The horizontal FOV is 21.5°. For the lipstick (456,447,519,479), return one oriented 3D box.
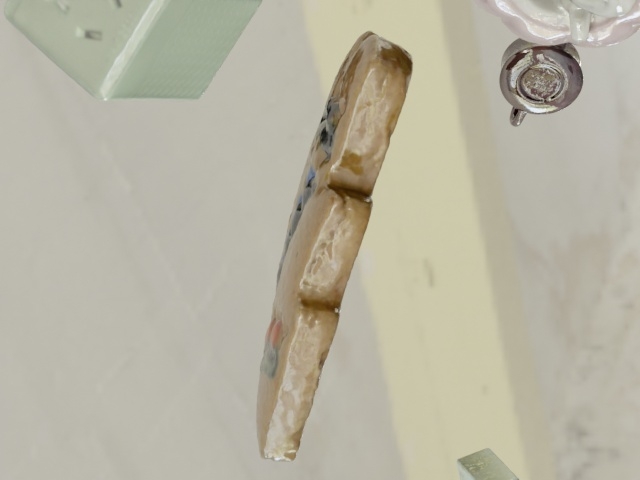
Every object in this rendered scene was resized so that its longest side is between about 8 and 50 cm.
[{"bbox_3d":[0.139,0.195,1.235,0.129,0.030,0.030,-134,28,-65],"label":"lipstick"}]

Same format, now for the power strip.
[{"bbox_3d":[-0.151,-0.216,1.532,0.139,0.140,0.224,-57,-19,19],"label":"power strip"}]

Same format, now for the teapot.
[{"bbox_3d":[0.179,-0.136,1.377,0.045,0.068,0.100,-80,14,-52],"label":"teapot"}]

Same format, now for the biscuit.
[{"bbox_3d":[-0.001,0.000,1.125,0.278,0.043,0.301,117,168,-67],"label":"biscuit"}]

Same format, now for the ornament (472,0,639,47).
[{"bbox_3d":[0.173,-0.211,1.136,0.177,0.177,0.177,-2,-90,-66],"label":"ornament"}]
